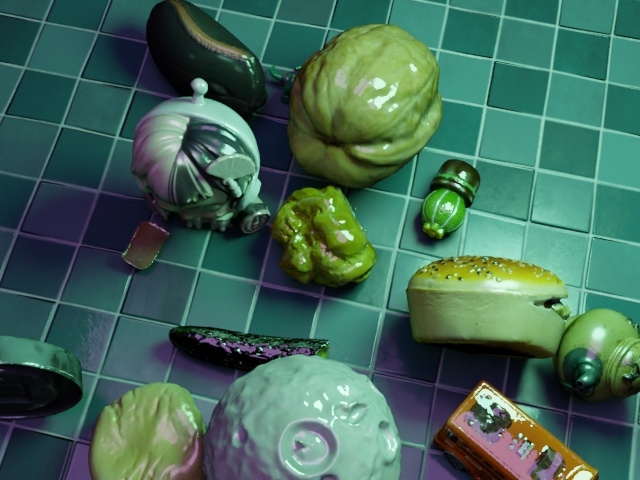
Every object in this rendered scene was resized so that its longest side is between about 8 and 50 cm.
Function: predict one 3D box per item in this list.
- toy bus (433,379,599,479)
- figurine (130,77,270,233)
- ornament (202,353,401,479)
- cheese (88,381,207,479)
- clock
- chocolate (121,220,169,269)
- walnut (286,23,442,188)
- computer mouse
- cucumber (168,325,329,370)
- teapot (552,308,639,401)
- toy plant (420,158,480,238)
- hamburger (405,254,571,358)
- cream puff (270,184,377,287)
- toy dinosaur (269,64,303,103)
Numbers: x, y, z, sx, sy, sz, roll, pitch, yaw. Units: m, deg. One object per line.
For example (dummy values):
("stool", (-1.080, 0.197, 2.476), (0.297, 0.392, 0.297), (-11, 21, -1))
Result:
("toy bus", (0.366, 0.398, 1.605), (0.329, 0.153, 0.143), (40, 70, 15))
("figurine", (-0.235, -0.138, 1.732), (0.253, 0.361, 0.211), (-5, 77, 1))
("ornament", (-0.030, 0.353, 1.535), (0.337, 0.337, 0.337), (0, 66, -1))
("cheese", (-0.304, 0.370, 1.637), (0.214, 0.117, 0.226), (-18, 62, -4))
("clock", (-0.553, 0.241, 1.598), (0.281, 0.280, 0.055), (-4, 60, -2))
("chocolate", (-0.347, 0.013, 1.833), (0.065, 0.031, 0.100), (25, 68, -2))
("walnut", (0.090, -0.272, 1.819), (0.306, 0.306, 0.344), (34, 45, 13))
("computer mouse", (-0.252, -0.373, 1.925), (0.323, 0.183, 0.116), (40, 47, 16))
("cucumber", (-0.136, 0.206, 1.728), (0.304, 0.081, 0.072), (5, 23, 6))
("teapot", (0.535, 0.215, 1.668), (0.269, 0.173, 0.182), (-11, 22, -35))
("toy plant", (0.255, -0.079, 1.850), (0.093, 0.093, 0.162), (23, 71, 9))
("hamburger", (0.299, 0.116, 1.663), (0.300, 0.300, 0.176), (7, 82, 3))
("cream puff", (-0.001, -0.002, 1.772), (0.195, 0.194, 0.221), (-25, 64, -11))
("toy dinosaur", (-0.049, -0.343, 1.986), (0.132, 0.059, 0.096), (21, 59, -1))
